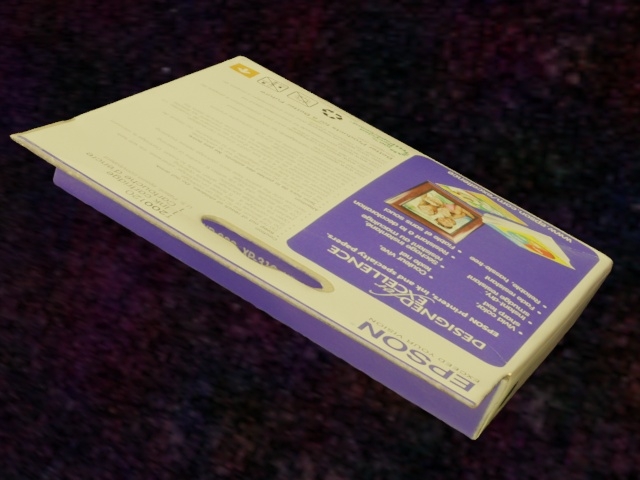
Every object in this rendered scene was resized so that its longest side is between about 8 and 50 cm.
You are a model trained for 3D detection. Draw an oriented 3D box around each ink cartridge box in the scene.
[{"bbox_3d":[0.000,0.000,0.749,0.045,0.206,0.208,-65,166,22],"label":"ink cartridge box"}]
